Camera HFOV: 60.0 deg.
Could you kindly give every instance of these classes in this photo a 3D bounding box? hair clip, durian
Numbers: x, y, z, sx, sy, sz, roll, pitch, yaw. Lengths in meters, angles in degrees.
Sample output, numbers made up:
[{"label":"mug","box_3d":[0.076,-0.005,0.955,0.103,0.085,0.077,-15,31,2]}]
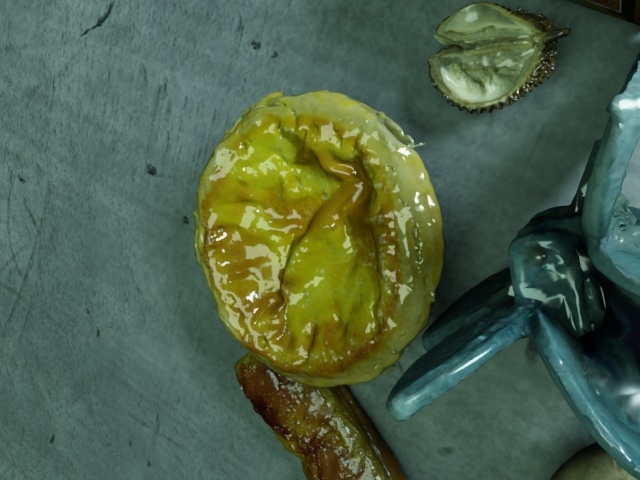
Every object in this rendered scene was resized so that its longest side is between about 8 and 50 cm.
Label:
[{"label":"hair clip","box_3d":[0.244,0.046,0.418,0.238,0.318,0.392,38,114,15]},{"label":"durian","box_3d":[0.180,-0.180,0.542,0.140,0.071,0.111,-1,95,43]}]

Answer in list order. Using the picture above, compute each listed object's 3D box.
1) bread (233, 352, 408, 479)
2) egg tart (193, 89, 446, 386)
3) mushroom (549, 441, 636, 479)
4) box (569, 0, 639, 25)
[{"label":"bread","box_3d":[-0.007,0.252,0.736,0.139,0.077,0.271,-37,84,33]},{"label":"egg tart","box_3d":[0.000,0.001,0.646,0.341,0.132,0.342,6,103,28]},{"label":"mushroom","box_3d":[0.326,0.303,0.500,0.254,0.184,0.255,-2,86,26]},{"label":"box","box_3d":[0.209,-0.280,0.442,0.194,0.177,0.148,32,115,20]}]
